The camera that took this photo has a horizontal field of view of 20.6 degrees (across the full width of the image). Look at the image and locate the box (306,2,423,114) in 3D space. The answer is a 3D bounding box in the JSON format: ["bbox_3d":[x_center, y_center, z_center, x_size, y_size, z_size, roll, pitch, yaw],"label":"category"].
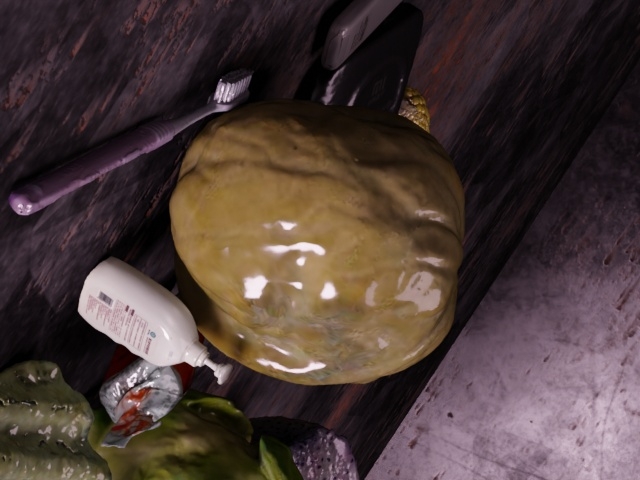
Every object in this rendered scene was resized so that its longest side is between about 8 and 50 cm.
[{"bbox_3d":[0.039,-0.141,1.875,0.212,0.042,0.201,-37,148,-47],"label":"box"}]

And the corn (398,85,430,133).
[{"bbox_3d":[0.099,-0.133,2.116,0.072,0.072,0.203,-55,168,-7],"label":"corn"}]

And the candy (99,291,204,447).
[{"bbox_3d":[-0.157,0.111,1.671,0.086,0.059,0.292,-33,-163,18],"label":"candy"}]

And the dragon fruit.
[{"bbox_3d":[-0.096,0.340,2.314,0.283,0.204,0.221,-18,113,-48],"label":"dragon fruit"}]

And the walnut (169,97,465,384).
[{"bbox_3d":[0.000,0.000,1.624,0.282,0.277,0.253,-16,117,-75],"label":"walnut"}]

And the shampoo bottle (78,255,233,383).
[{"bbox_3d":[-0.142,0.078,1.566,0.045,0.152,0.077,-41,158,-45],"label":"shampoo bottle"}]

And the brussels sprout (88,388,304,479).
[{"bbox_3d":[-0.142,0.268,1.785,0.227,0.259,0.294,-58,165,11],"label":"brussels sprout"}]

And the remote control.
[{"bbox_3d":[0.074,-0.266,1.800,0.261,0.029,0.067,-49,165,-36],"label":"remote control"}]

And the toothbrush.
[{"bbox_3d":[-0.144,-0.087,1.444,0.354,0.024,0.029,-36,151,-57],"label":"toothbrush"}]

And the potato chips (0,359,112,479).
[{"bbox_3d":[-0.287,0.300,1.458,0.389,0.097,0.373,-39,139,-64],"label":"potato chips"}]
